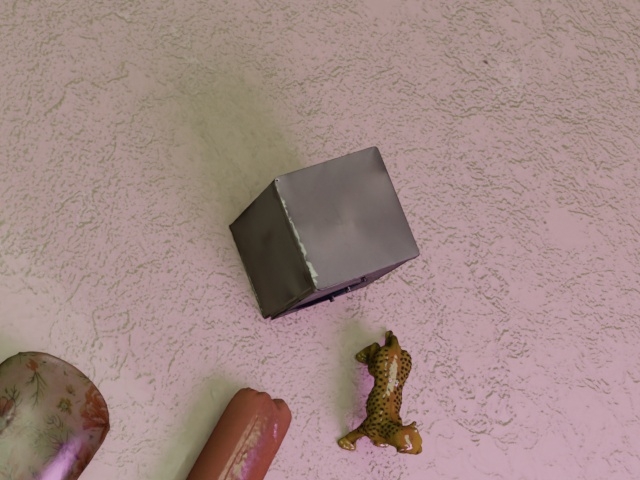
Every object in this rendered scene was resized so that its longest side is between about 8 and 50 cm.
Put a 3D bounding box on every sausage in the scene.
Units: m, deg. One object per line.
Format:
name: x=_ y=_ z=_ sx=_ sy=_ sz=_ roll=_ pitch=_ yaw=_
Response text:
sausage: x=-0.126 y=0.309 z=1.684 sx=0.086 sy=0.086 sz=0.289 roll=32 pitch=69 yaw=-9

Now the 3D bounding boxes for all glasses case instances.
glasses case: x=-0.404 y=0.314 z=1.578 sx=0.156 sy=0.098 sz=0.425 roll=39 pitch=66 yaw=-8

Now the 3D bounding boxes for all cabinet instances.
cabinet: x=0.000 y=0.000 z=1.746 sx=0.145 sy=0.206 sz=0.150 roll=-19 pitch=83 yaw=-23

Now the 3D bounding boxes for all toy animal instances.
toy animal: x=0.089 y=0.187 z=1.765 sx=0.073 sy=0.136 sz=0.181 roll=16 pitch=70 yaw=-14
